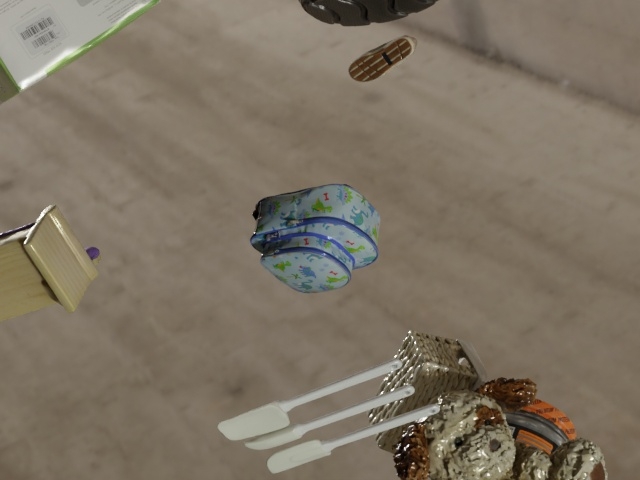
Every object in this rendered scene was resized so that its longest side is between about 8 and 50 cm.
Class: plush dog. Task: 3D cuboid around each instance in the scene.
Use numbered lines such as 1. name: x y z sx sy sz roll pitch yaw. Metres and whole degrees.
1. plush dog: 0.213 0.302 1.880 0.225 0.262 0.210 62 -28 -2

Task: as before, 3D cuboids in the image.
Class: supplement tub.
1. supplement tub: 0.301 0.421 2.327 0.193 0.316 0.194 19 -37 16

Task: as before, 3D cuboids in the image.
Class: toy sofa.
1. toy sofa: -0.564 0.060 2.407 0.150 0.362 0.177 61 26 -26

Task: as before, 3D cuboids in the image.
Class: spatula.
1. spatula: 0.013 0.218 1.741 0.168 0.242 0.019 52 22 -46

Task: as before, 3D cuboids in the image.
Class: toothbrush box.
1. toothbrush box: -0.339 -0.279 1.785 0.122 0.206 0.283 58 -14 -12

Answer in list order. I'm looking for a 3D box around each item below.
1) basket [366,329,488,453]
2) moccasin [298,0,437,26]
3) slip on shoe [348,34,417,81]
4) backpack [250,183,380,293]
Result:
1. basket: 0.148 0.222 2.012 0.167 0.103 0.113 -63 -160 19
2. moccasin: 0.132 -0.390 1.729 0.380 0.139 0.147 -32 -123 27
3. slip on shoe: 0.111 -0.320 2.484 0.135 0.041 0.051 -30 -84 31
4. backpack: 0.000 0.000 1.416 0.105 0.114 0.084 40 43 -43
